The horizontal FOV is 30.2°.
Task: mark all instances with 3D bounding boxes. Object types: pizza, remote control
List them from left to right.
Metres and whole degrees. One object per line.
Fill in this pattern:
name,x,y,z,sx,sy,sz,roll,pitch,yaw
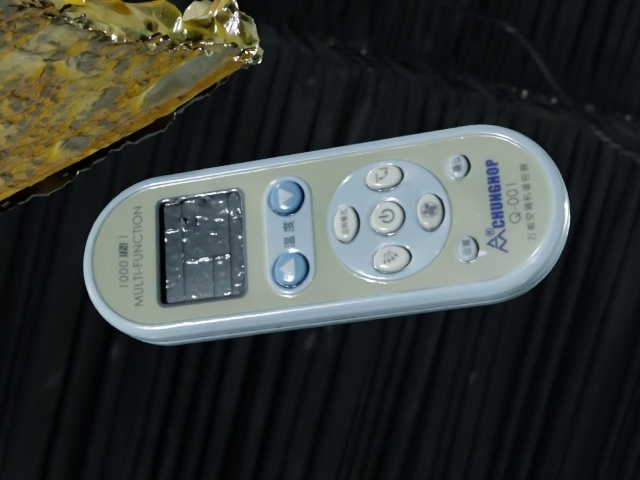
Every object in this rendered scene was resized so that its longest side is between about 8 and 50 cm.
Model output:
pizza,-0.266,-0.062,0.794,0.080,0.392,0.435,61,21,9
remote control,0.000,0.000,0.587,0.244,0.087,0.047,-8,-15,14
